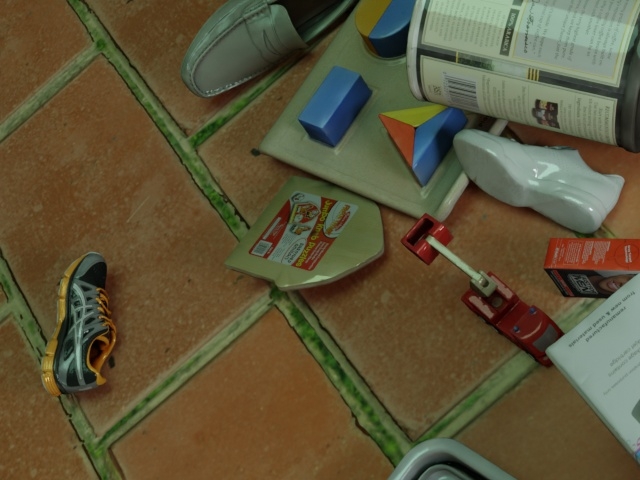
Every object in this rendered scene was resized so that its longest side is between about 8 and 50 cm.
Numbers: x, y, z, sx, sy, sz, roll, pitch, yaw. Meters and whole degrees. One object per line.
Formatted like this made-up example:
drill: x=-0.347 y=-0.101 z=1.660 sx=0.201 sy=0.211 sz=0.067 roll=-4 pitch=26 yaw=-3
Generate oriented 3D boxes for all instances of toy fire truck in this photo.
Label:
toy fire truck: x=0.188 y=0.056 z=1.626 sx=0.047 sy=0.135 sz=0.192 roll=-48 pitch=47 yaw=-3

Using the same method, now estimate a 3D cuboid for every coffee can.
coffee can: x=0.265 y=-0.232 z=1.676 sx=0.275 sy=0.201 sz=0.201 roll=16 pitch=69 yaw=21

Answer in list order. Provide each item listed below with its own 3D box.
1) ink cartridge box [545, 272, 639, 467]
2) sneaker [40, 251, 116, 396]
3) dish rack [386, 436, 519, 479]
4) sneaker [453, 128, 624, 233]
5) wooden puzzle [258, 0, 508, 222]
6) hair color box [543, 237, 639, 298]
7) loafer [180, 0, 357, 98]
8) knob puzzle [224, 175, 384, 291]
ink cartridge box: x=0.378 y=0.206 z=1.345 sx=0.131 sy=0.226 sz=0.306 roll=-42 pitch=48 yaw=4
sneaker: x=-0.318 y=0.116 z=1.960 sx=0.083 sy=0.084 sz=0.215 roll=-1 pitch=63 yaw=17
dish rack: x=0.126 y=0.398 z=1.484 sx=0.285 sy=0.072 sz=0.333 roll=30 pitch=79 yaw=42
sneaker: x=0.263 y=-0.088 z=1.714 sx=0.212 sy=0.080 sz=0.094 roll=30 pitch=62 yaw=23
wooden puzzle: x=0.107 y=-0.211 z=1.884 sx=0.348 sy=0.080 sz=0.322 roll=23 pitch=73 yaw=39
hair color box: x=0.330 y=0.032 z=1.595 sx=0.141 sy=0.072 sz=0.043 roll=0 pitch=60 yaw=33
loafer: x=-0.064 y=-0.314 z=2.050 sx=0.319 sy=0.112 sz=0.111 roll=-40 pitch=37 yaw=3
knob puzzle: x=0.000 y=0.000 z=1.848 sx=0.213 sy=0.030 sz=0.213 roll=-11 pitch=44 yaw=11
